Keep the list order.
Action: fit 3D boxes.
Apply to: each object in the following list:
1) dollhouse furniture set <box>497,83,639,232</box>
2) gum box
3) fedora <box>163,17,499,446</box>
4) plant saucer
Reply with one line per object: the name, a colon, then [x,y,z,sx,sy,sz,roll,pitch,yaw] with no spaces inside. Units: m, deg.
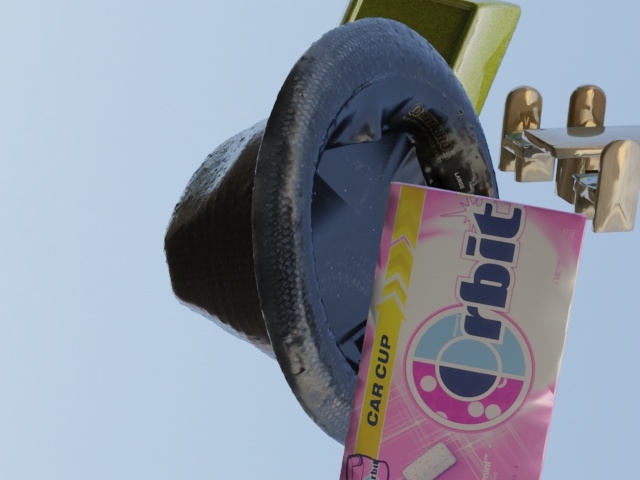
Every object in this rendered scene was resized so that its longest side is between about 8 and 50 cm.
dollhouse furniture set: [0.327,-0.121,1.684,0.212,0.242,0.161,-136,-134,-62]
gum box: [0.077,0.069,0.935,0.107,0.062,0.188,10,-89,6]
fedora: [0.000,0.000,1.203,0.153,0.334,0.334,-4,-98,31]
plant saucer: [0.084,-0.187,1.724,0.188,0.045,0.188,17,-105,23]
